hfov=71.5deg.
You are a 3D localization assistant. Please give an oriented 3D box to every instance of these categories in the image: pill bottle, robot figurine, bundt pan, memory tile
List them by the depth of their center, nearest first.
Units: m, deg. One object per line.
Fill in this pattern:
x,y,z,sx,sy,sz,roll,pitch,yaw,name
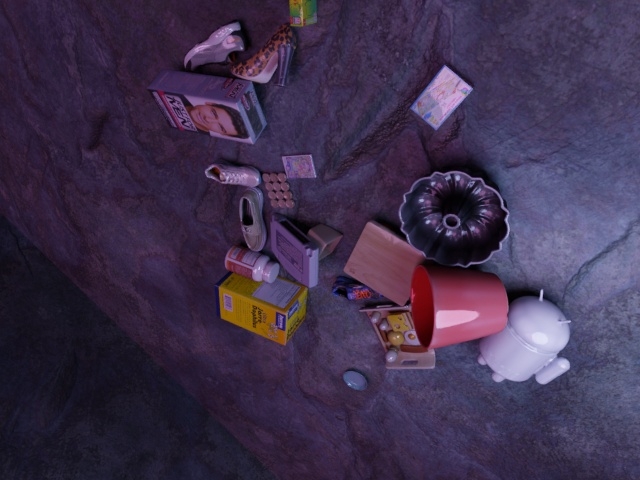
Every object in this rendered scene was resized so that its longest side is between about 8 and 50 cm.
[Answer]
0.418,-0.086,1.375,0.331,0.124,0.330,15,127,21,bundt pan
0.661,0.320,1.451,0.300,0.200,0.353,50,137,31,robot figurine
-0.161,-0.192,1.708,0.113,0.012,0.148,3,121,33,memory tile
-0.292,0.105,1.912,0.216,0.121,0.121,20,128,18,pill bottle

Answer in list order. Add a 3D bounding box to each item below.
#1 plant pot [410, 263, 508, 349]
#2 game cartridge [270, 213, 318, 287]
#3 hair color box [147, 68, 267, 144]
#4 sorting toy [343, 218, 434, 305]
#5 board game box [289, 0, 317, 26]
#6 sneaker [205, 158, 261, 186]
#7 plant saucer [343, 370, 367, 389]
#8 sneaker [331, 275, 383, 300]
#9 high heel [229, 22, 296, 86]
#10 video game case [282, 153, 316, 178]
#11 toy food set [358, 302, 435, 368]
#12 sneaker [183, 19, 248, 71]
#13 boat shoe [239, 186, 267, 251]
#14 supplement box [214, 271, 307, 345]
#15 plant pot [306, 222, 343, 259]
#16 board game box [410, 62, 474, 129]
0.440,0.205,1.421,0.243,0.275,0.274,-2,123,-3,plant pot
-0.102,0.044,1.727,0.297,0.062,0.198,41,144,42,game cartridge
-0.394,-0.470,1.557,0.375,0.113,0.185,15,151,21,hair color box
0.250,0.068,1.596,0.257,0.089,0.255,31,130,9,sorting toy
-0.050,-0.709,1.253,0.043,0.092,0.181,14,126,22,board game box
-0.337,-0.250,1.723,0.229,0.092,0.087,15,125,20,sneaker
0.165,0.647,2.073,0.119,0.021,0.119,15,127,21,plant saucer
0.142,0.205,1.750,0.221,0.087,0.083,4,122,28,sneaker
-0.189,-0.606,1.431,0.261,0.093,0.186,22,107,31,high heel
-0.077,-0.268,1.614,0.122,0.011,0.087,2,121,29,video game case
0.304,0.385,1.772,0.220,0.092,0.306,-12,114,35,toy food set
-0.355,-0.623,1.485,0.272,0.100,0.108,-14,117,36,sneaker
-0.287,-0.075,1.808,0.109,0.094,0.302,15,126,21,boat shoe
-0.260,0.271,1.954,0.357,0.194,0.195,19,127,19,supplement box
0.000,0.000,1.692,0.096,0.109,0.109,44,132,15,plant pot
0.345,-0.408,1.268,0.103,0.026,0.154,41,131,0,board game box
